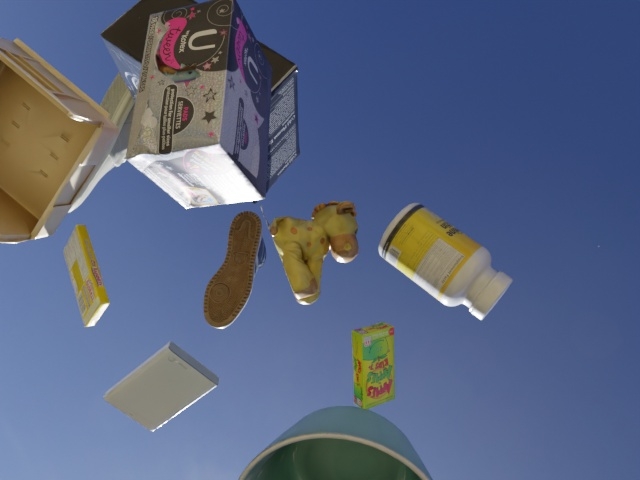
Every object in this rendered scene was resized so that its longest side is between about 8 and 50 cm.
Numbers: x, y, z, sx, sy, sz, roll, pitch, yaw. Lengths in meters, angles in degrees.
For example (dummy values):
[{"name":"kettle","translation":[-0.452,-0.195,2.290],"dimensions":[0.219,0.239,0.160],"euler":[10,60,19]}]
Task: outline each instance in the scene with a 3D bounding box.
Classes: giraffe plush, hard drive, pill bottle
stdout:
[{"name":"giraffe plush","translation":[0.000,0.000,0.968],"dimensions":[0.170,0.181,0.210],"euler":[-21,-77,-4]},{"name":"hard drive","translation":[-0.498,0.463,1.558],"dimensions":[0.307,0.040,0.203],"euler":[-37,-67,18]},{"name":"pill bottle","translation":[0.185,0.032,0.743],"dimensions":[0.184,0.103,0.103],"euler":[38,-73,21]}]

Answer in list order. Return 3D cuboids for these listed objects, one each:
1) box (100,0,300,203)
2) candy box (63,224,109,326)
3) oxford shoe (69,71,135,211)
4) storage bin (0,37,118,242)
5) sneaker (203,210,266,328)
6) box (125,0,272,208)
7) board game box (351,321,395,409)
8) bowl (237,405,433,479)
[{"name":"box","translation":[-0.228,-0.294,1.054],"dimensions":[0.343,0.312,0.179],"euler":[35,-108,13]},{"name":"candy box","translation":[-0.525,0.077,1.110],"dimensions":[0.105,0.027,0.206],"euler":[-43,-117,33]},{"name":"oxford shoe","translation":[-0.518,-0.258,1.264],"dimensions":[0.169,0.130,0.449],"euler":[13,-109,40]},{"name":"storage bin","translation":[-0.527,-0.172,0.844],"dimensions":[0.260,0.123,0.262],"euler":[39,-76,3]},{"name":"sneaker","translation":[-0.198,0.084,1.203],"dimensions":[0.099,0.153,0.282],"euler":[14,-109,1]},{"name":"box","translation":[-0.163,-0.196,0.728],"dimensions":[0.142,0.163,0.247],"euler":[-6,-113,14]},{"name":"board game box","translation":[0.123,0.288,1.150],"dimensions":[0.043,0.092,0.181],"euler":[15,-70,57]},{"name":"bowl","translation":[0.037,0.379,0.755],"dimensions":[0.312,0.163,0.311],"euler":[3,-74,9]}]
